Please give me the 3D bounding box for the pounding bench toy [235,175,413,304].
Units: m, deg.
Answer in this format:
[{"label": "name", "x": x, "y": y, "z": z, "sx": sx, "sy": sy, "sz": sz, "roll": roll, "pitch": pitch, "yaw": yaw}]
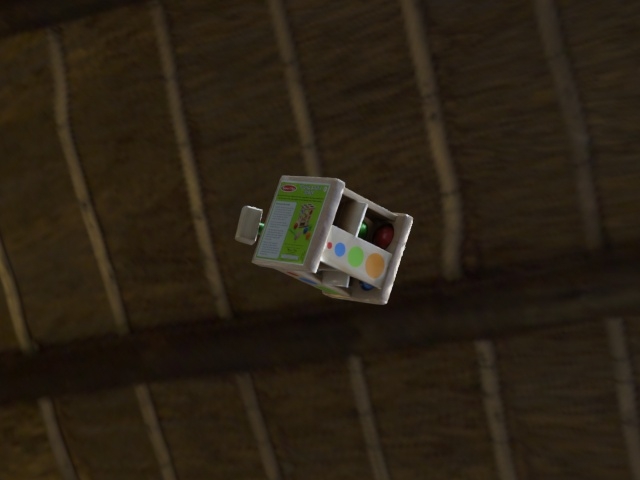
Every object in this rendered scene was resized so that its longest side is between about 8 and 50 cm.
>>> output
[{"label": "pounding bench toy", "x": 0.000, "y": 0.000, "z": 0.940, "sx": 0.065, "sy": 0.083, "sz": 0.052, "roll": 26, "pitch": -102, "yaw": -36}]
